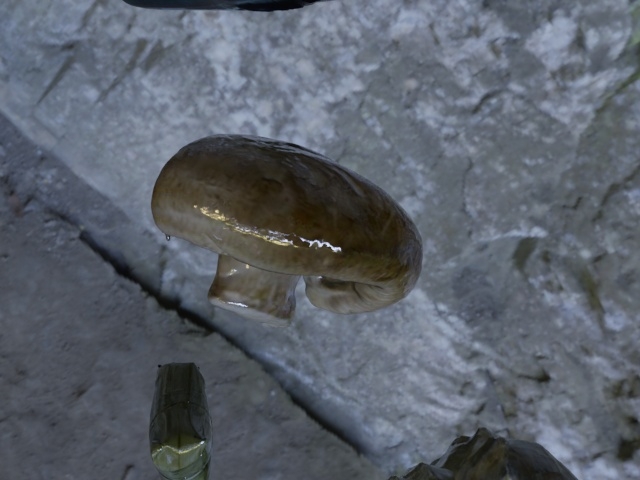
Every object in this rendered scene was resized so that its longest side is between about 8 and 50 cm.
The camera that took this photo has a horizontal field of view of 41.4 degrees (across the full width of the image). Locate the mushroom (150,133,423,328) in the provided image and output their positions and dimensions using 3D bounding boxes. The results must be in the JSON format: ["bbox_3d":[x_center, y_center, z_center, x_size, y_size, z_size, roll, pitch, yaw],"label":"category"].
[{"bbox_3d":[0.000,0.000,0.702,0.286,0.151,0.156,29,73,-56],"label":"mushroom"}]

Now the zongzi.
[{"bbox_3d":[-0.213,0.312,1.331,0.094,0.204,0.205,-6,35,-5],"label":"zongzi"}]

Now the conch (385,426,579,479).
[{"bbox_3d":[0.108,0.171,0.420,0.207,0.130,0.155,31,10,-9],"label":"conch"}]

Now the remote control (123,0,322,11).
[{"bbox_3d":[-0.033,-0.138,0.375,0.042,0.222,0.072,-25,118,-39],"label":"remote control"}]
